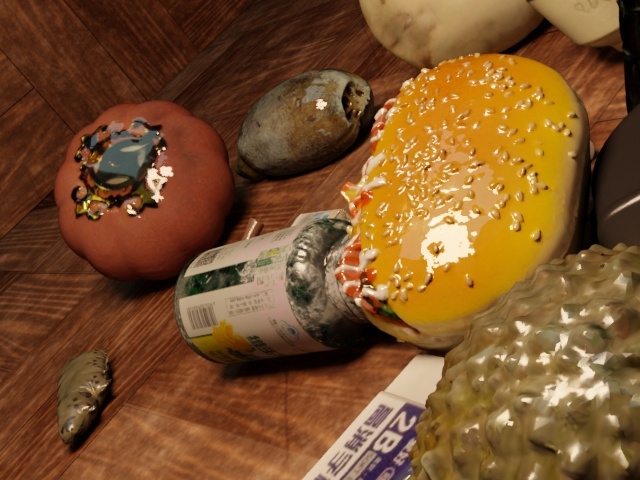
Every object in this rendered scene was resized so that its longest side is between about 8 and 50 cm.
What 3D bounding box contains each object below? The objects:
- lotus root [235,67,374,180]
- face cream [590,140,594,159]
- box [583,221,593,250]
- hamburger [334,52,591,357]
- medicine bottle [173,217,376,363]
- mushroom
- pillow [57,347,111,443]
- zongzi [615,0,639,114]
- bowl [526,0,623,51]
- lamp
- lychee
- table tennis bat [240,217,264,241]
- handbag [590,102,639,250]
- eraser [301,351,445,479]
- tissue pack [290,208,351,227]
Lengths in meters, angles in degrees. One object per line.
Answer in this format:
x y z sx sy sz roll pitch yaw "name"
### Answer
-0.052 -0.186 1.568 0.322 0.140 0.158 -19 29 45 "lotus root"
0.267 -0.117 1.080 0.034 0.034 0.130 -36 23 6 "face cream"
0.194 0.037 0.913 0.155 0.023 0.087 -23 24 33 "box"
0.132 -0.038 0.868 0.227 0.151 0.295 -13 46 36 "hamburger"
-0.026 0.055 1.055 0.293 0.141 0.141 -15 31 45 "medicine bottle"
0.206 -0.406 1.470 0.314 0.314 0.336 -37 1 3 "mushroom"
-0.332 0.204 1.353 0.093 0.051 0.241 -39 20 -1 "pillow"
0.383 -0.356 0.910 0.319 0.383 0.362 -15 39 36 "zongzi"
0.374 -0.310 1.137 0.238 0.126 0.238 -35 9 7 "bowl"
-0.279 -0.075 1.565 0.306 0.239 0.305 -5 72 15 "lamp"
0.160 0.121 0.513 0.255 0.274 0.255 -12 57 19 "lychee"
-0.094 0.067 1.316 0.108 0.119 0.169 18 80 35 "table tennis bat"
0.335 -0.052 0.773 0.254 0.093 0.308 -27 25 25 "handbag"
0.059 0.188 0.765 0.210 0.068 0.124 -45 21 -19 "eraser"
0.000 0.000 1.231 0.094 0.058 0.074 -5 41 54 "tissue pack"
